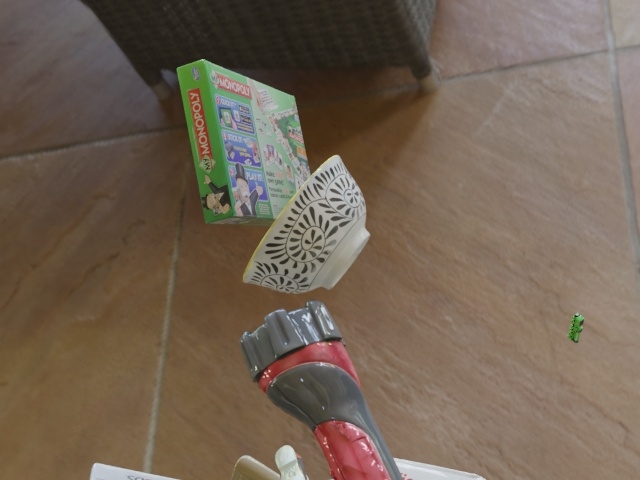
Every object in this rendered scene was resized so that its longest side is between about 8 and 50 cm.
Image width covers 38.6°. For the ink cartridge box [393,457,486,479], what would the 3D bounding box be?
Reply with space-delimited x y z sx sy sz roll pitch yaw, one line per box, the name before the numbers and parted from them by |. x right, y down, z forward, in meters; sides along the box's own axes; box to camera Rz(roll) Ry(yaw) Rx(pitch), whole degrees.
ink cartridge box | 0.120 0.443 1.205 0.198 0.115 0.273 -1 51 46

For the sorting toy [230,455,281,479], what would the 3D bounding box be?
sorting toy | -0.062 0.593 1.864 0.307 0.041 0.229 28 120 16

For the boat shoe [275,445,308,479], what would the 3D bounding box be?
boat shoe | -0.041 0.377 1.416 0.049 0.043 0.137 -26 31 4

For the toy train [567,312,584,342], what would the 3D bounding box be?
toy train | 0.492 0.169 1.758 0.017 0.083 0.024 -29 53 -17

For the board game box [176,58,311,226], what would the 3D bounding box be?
board game box | -0.095 -0.128 1.338 0.046 0.317 0.214 -14 84 20

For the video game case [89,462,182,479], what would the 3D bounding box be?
video game case | -0.187 0.321 0.990 0.143 0.019 0.157 16 36 -16

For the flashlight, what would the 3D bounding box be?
flashlight | 0.024 0.207 0.854 0.103 0.103 0.304 -24 65 -4

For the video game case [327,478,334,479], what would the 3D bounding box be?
video game case | -0.042 0.357 0.950 0.023 0.201 0.183 -31 67 55

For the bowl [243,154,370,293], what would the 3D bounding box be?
bowl | 0.000 0.000 0.971 0.080 0.170 0.170 37 80 7
